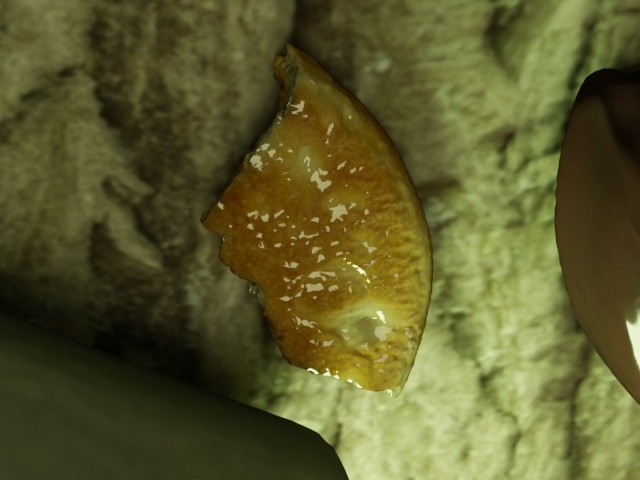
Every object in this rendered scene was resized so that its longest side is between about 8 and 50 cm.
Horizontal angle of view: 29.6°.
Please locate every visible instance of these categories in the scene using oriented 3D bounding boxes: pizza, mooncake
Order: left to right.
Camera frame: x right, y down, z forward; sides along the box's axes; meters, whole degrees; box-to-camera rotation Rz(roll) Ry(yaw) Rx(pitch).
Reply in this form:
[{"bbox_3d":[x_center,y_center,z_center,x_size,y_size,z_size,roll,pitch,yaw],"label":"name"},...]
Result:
[{"bbox_3d":[0.007,0.001,0.801,0.134,0.056,0.271,-28,121,3],"label":"pizza"},{"bbox_3d":[0.303,-0.024,0.778,0.333,0.174,0.326,32,105,-21],"label":"mooncake"}]

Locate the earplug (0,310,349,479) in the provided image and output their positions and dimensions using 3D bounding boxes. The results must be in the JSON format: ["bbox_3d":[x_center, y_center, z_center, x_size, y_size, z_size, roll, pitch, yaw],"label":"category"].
[{"bbox_3d":[-0.217,0.198,0.720,0.394,0.313,0.313,24,111,-21],"label":"earplug"}]
